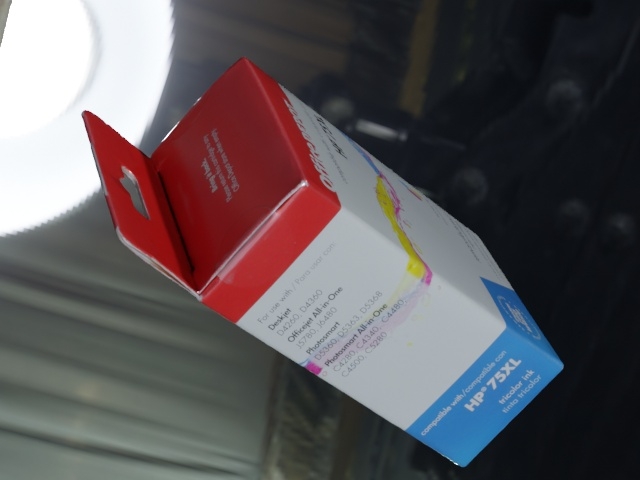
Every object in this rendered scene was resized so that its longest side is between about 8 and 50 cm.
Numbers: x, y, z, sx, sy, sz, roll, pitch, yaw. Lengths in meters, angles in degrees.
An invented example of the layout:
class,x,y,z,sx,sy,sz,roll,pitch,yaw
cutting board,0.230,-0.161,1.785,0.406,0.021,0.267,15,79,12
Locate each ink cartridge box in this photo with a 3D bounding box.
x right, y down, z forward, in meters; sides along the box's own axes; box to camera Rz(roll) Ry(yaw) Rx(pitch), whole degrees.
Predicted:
class,x,y,z,sx,sy,sz,roll,pitch,yaw
ink cartridge box,0.000,0.000,0.788,0.078,0.231,0.134,-46,-147,13

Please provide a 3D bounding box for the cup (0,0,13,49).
class,x,y,z,sx,sy,sz,roll,pitch,yaw
cup,-0.250,-0.030,0.415,0.331,0.237,0.331,-42,-142,44
